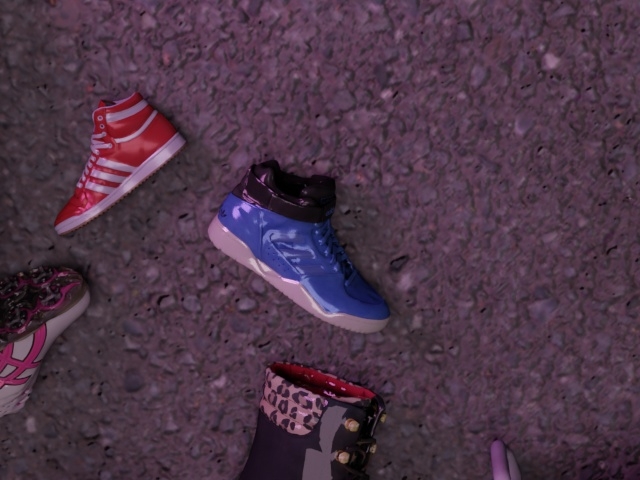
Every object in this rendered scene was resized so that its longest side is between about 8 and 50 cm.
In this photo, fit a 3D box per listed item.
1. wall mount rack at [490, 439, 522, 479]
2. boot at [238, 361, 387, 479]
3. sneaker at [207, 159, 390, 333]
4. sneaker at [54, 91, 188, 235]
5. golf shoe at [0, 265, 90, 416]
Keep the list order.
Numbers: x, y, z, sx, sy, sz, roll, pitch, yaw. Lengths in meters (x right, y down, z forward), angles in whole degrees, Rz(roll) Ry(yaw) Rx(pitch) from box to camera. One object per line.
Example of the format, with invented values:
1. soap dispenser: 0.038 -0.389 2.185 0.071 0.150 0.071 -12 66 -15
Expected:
1. wall mount rack: 0.279 0.265 1.001 0.350 0.130 0.304 -20 99 8
2. boot: 0.021 0.207 0.974 0.236 0.085 0.178 23 102 36
3. sneaker: 0.000 0.000 0.980 0.152 0.058 0.084 33 111 2
4. sneaker: -0.164 -0.060 0.983 0.118 0.042 0.067 -38 103 3
5. golf shoe: -0.246 0.090 1.020 0.186 0.067 0.086 -36 131 6
